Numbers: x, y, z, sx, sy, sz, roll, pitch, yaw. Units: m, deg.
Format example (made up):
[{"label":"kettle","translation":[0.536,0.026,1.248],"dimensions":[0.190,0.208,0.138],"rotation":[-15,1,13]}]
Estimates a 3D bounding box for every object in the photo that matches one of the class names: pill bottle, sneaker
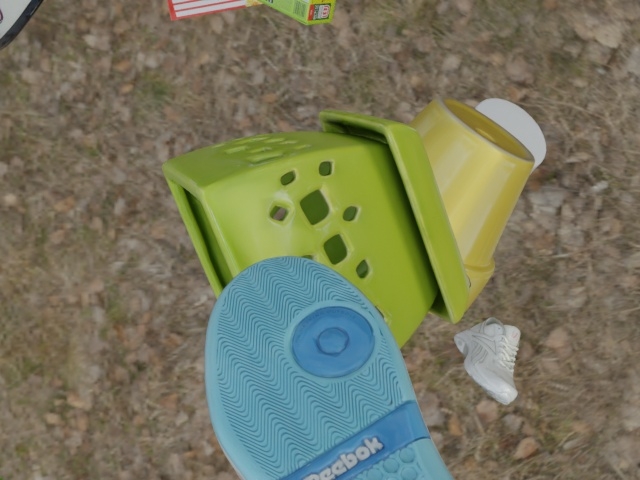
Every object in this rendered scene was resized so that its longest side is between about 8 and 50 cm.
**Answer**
[{"label":"pill bottle","translation":[0.238,-0.097,1.636],"dimensions":[0.161,0.161,0.283],"rotation":[60,141,17]},{"label":"sneaker","translation":[0.026,0.176,0.633],"dimensions":[0.127,0.208,0.319],"rotation":[-23,58,-7]},{"label":"sneaker","translation":[0.323,0.207,1.805],"dimensions":[0.115,0.090,0.232],"rotation":[-42,25,11]}]

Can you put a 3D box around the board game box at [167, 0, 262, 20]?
[{"label":"board game box","translation":[-0.155,-0.437,1.548],"dimensions":[0.193,0.045,0.147],"rotation":[-10,104,6]}]

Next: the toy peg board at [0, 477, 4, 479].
[{"label":"toy peg board","translation":[-0.280,0.213,0.758],"dimensions":[0.079,0.161,0.160],"rotation":[-60,13,-21]}]

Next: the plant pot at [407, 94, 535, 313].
[{"label":"plant pot","translation":[0.166,-0.061,1.373],"dimensions":[0.254,0.254,0.239],"rotation":[44,113,24]}]

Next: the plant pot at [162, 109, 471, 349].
[{"label":"plant pot","translation":[0.000,0.000,0.917],"dimensions":[0.228,0.207,0.227],"rotation":[70,167,-16]}]

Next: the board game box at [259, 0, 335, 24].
[{"label":"board game box","translation":[-0.054,-0.334,1.179],"dimensions":[0.181,0.043,0.092],"rotation":[34,125,35]}]

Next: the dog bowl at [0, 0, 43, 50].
[{"label":"dog bowl","translation":[-0.405,-0.467,1.307],"dimensions":[0.408,0.150,0.408],"rotation":[-40,35,36]}]
